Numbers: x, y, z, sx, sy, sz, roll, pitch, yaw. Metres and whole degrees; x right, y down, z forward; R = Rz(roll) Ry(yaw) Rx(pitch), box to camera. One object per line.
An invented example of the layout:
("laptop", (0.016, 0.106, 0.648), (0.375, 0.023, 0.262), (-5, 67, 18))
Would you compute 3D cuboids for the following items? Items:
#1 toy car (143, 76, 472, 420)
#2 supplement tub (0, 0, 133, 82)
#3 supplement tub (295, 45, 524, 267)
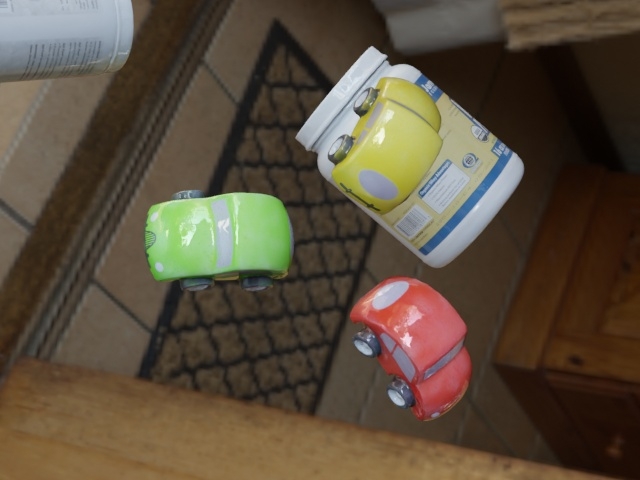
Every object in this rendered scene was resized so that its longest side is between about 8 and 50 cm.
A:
("toy car", (0.000, 0.000, 0.780), (0.225, 0.053, 0.239), (0, 79, -28))
("supplement tub", (-0.175, -0.131, 0.730), (0.107, 0.071, 0.071), (-9, 103, -35))
("supplement tub", (0.089, -0.085, 1.227), (0.199, 0.144, 0.144), (40, 52, -2))
